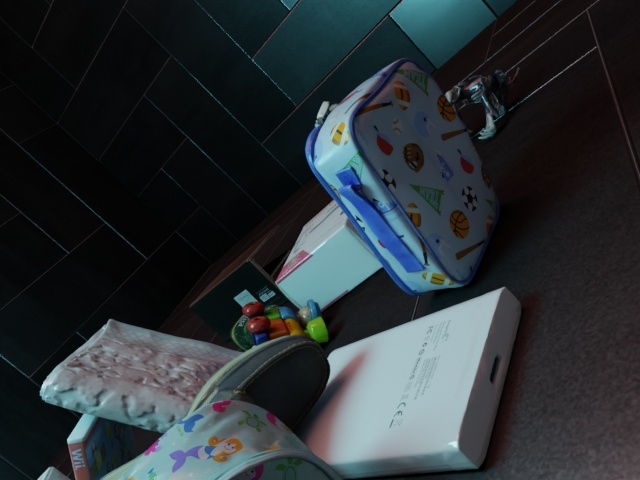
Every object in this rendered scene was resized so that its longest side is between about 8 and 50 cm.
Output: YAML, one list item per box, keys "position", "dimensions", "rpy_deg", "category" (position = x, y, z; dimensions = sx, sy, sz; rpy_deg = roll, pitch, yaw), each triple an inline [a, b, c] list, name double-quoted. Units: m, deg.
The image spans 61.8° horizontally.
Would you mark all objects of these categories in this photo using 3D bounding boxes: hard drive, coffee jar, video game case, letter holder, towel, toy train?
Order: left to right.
- position: [-0.310, 0.377, 0.807]
  dimensions: [0.025, 0.284, 0.204]
  rpy_deg: [-8, 10, -6]
  category: "video game case"
- position: [-0.233, 0.226, 0.878]
  dimensions: [0.317, 0.332, 0.053]
  rpy_deg: [-135, 62, -79]
  category: "towel"
- position: [-0.192, 0.117, 1.527]
  dimensions: [0.302, 0.152, 0.214]
  rpy_deg: [-37, 12, 37]
  category: "letter holder"
- position: [-0.139, 0.201, 1.216]
  dimensions: [0.096, 0.079, 0.184]
  rpy_deg: [-51, 12, -27]
  category: "coffee jar"
- position: [-0.050, 0.173, 0.933]
  dimensions: [0.144, 0.105, 0.248]
  rpy_deg: [-13, 13, -11]
  category: "toy train"
- position: [0.078, 0.178, 0.626]
  dimensions: [0.308, 0.040, 0.203]
  rpy_deg: [-33, 16, 47]
  category: "hard drive"

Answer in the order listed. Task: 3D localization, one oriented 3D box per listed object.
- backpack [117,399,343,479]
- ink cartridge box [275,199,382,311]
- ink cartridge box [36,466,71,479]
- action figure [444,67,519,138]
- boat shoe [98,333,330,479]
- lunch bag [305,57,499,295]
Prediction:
- position: [-0.085, 0.272, 0.433]
  dimensions: [0.253, 0.225, 0.191]
  rpy_deg: [-46, 33, -23]
  category: "backpack"
- position: [0.038, 0.007, 1.167]
  dimensions: [0.207, 0.117, 0.283]
  rpy_deg: [-40, 13, 25]
  category: "ink cartridge box"
- position: [-0.471, 0.551, 0.867]
  dimensions: [0.273, 0.198, 0.115]
  rpy_deg: [-48, 13, -8]
  category: "ink cartridge box"
- position: [0.313, -0.276, 1.161]
  dimensions: [0.276, 0.140, 0.164]
  rpy_deg: [-20, 2, -4]
  category: "action figure"
- position: [-0.106, 0.246, 0.596]
  dimensions: [0.355, 0.132, 0.130]
  rpy_deg: [-42, 18, -26]
  category: "boat shoe"
- position: [0.119, -0.085, 0.740]
  dimensions: [0.115, 0.303, 0.243]
  rpy_deg: [-19, 27, 48]
  category: "lunch bag"
